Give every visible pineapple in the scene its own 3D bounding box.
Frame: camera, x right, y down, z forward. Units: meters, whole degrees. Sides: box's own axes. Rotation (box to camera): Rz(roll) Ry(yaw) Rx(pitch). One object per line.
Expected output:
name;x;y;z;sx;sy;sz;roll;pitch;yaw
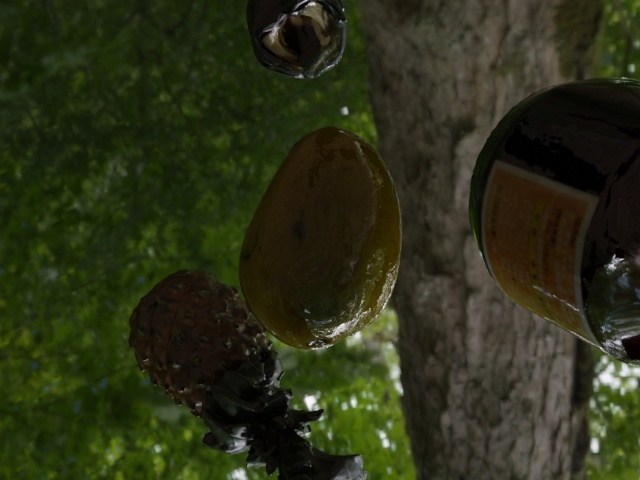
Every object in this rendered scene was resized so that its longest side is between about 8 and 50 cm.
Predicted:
pineapple;-0.075;0.165;1.048;0.141;0.170;0.310;-47;-122;-2

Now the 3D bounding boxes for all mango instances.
mango;0.000;0.000;0.821;0.137;0.195;0.098;6;-160;5

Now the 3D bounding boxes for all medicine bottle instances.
medicine bottle;0.310;0.007;0.773;0.243;0.242;0.395;-25;-153;-15

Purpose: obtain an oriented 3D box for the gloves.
gloves;-0.011;-0.248;0.842;0.119;0.142;0.285;-1;-141;18
